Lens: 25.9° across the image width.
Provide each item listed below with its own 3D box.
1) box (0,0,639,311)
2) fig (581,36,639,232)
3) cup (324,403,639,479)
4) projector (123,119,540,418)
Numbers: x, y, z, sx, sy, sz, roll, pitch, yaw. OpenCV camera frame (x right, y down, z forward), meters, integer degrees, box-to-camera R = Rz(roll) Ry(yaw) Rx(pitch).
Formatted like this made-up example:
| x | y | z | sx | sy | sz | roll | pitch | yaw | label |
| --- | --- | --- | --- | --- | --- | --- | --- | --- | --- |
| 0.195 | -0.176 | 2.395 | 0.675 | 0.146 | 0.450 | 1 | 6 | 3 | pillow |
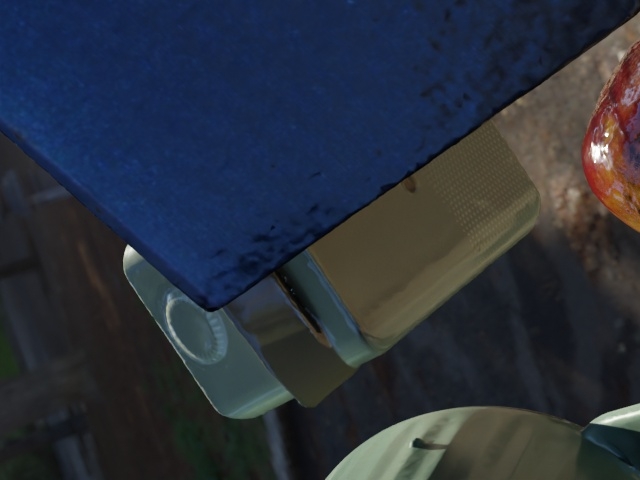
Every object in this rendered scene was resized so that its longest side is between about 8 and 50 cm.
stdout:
| x | y | z | sx | sy | sz | roll | pitch | yaw | label |
| --- | --- | --- | --- | --- | --- | --- | --- | --- | --- |
| -0.039 | -0.141 | 0.667 | 0.261 | 0.279 | 0.116 | 44 | -155 | -24 | box |
| 0.367 | -0.103 | 1.358 | 0.263 | 0.224 | 0.224 | -64 | -36 | -62 | fig |
| 0.081 | 0.248 | 0.791 | 0.392 | 0.310 | 0.401 | -24 | -51 | -70 | cup |
| 0.000 | 0.000 | 0.922 | 0.163 | 0.242 | 0.177 | 54 | 138 | 0 | projector |
